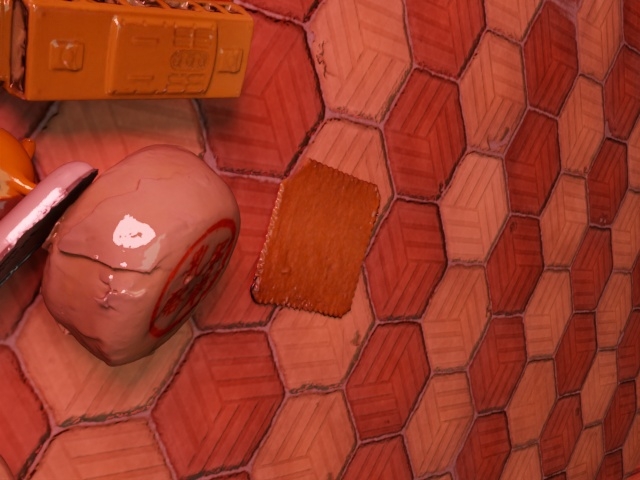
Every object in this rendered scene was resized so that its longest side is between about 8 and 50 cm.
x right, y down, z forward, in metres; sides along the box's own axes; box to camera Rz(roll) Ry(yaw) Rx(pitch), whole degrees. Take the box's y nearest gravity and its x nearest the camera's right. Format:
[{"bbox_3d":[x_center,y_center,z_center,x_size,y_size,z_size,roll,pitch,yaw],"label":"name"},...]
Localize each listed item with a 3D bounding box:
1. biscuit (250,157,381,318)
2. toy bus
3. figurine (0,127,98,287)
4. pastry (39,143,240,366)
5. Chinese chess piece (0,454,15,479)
[{"bbox_3d":[0.000,0.000,1.112,0.232,0.013,0.236,17,88,-45],"label":"biscuit"},{"bbox_3d":[-0.234,-0.210,0.733,0.336,0.123,0.121,-12,129,-42],"label":"toy bus"},{"bbox_3d":[-0.358,-0.025,0.694,0.141,0.166,0.250,43,88,-11],"label":"figurine"},{"bbox_3d":[-0.194,0.018,0.787,0.265,0.133,0.265,-54,172,-12],"label":"pastry"},{"bbox_3d":[-0.416,0.287,0.644,0.273,0.102,0.273,17,60,-32],"label":"Chinese chess piece"}]
